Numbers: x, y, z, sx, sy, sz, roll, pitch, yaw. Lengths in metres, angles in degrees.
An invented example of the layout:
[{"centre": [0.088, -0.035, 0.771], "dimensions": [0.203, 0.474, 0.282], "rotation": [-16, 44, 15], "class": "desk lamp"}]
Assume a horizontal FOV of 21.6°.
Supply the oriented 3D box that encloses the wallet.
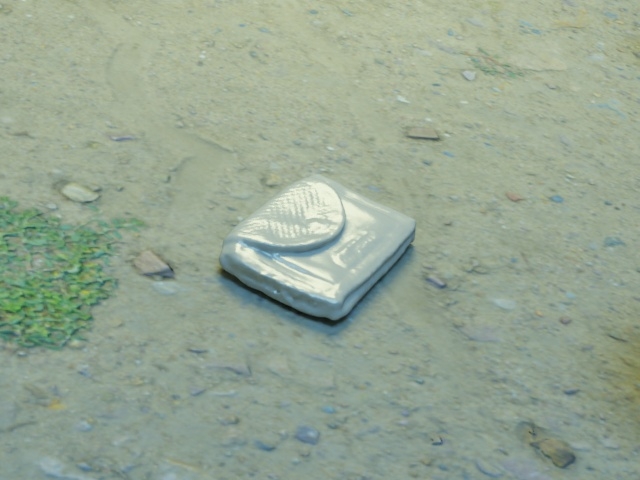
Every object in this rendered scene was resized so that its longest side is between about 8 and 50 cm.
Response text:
[{"centre": [0.000, 0.000, 1.420], "dimensions": [0.124, 0.032, 0.183], "rotation": [28, 32, 14], "class": "wallet"}]
